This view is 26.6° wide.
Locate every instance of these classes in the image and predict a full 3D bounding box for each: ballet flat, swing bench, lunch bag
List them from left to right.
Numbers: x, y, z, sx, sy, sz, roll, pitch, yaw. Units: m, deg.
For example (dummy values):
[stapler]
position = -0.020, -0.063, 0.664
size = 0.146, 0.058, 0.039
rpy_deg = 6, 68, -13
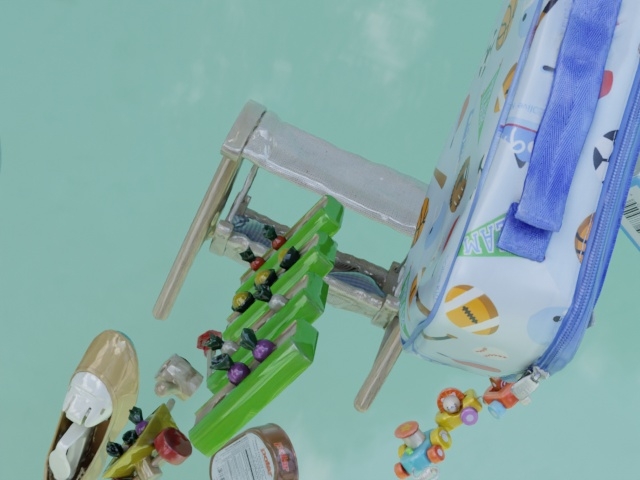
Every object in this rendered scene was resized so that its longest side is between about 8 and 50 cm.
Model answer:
[ballet flat]
position = -0.257, 0.202, 1.502
size = 0.080, 0.232, 0.073
rpy_deg = 31, 35, 15
[swing bench]
position = 0.000, 0.000, 1.387
size = 0.253, 0.254, 0.165
rpy_deg = 26, 38, -2
[lunch bag]
position = 0.142, -0.048, 0.883
size = 0.115, 0.243, 0.303
rpy_deg = 17, 78, -1

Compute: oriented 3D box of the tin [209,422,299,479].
[tin]
position = -0.088, 0.298, 1.718
size = 0.040, 0.190, 0.106
rpy_deg = -10, 73, -34

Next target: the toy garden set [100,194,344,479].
[toy garden set]
position = -0.077, 0.075, 1.014
size = 0.049, 0.204, 0.244
rpy_deg = 41, 23, -13

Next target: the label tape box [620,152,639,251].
[label tape box]
position = 0.580, -0.085, 1.910
size = 0.249, 0.115, 0.348
rpy_deg = 49, 59, -6

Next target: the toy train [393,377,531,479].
[toy train]
position = 0.139, 0.184, 1.400
size = 0.166, 0.125, 0.046
rpy_deg = -39, 98, -16
